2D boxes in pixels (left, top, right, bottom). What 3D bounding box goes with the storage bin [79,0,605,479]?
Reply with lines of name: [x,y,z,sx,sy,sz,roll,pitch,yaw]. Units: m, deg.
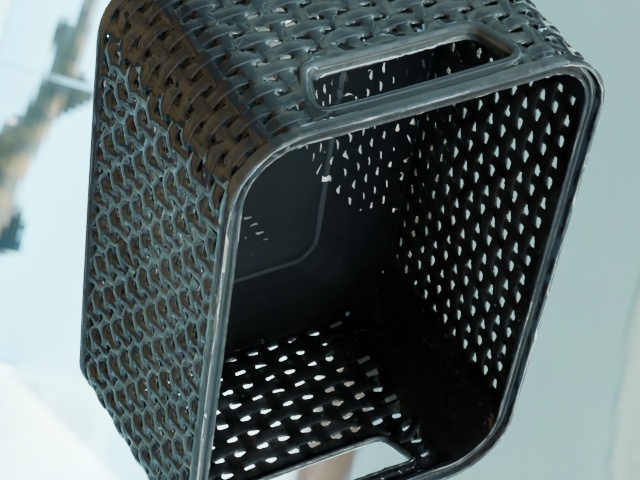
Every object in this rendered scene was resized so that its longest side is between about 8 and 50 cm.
storage bin: [0.000,0.000,0.605,0.084,0.122,0.180,53,-32,37]
